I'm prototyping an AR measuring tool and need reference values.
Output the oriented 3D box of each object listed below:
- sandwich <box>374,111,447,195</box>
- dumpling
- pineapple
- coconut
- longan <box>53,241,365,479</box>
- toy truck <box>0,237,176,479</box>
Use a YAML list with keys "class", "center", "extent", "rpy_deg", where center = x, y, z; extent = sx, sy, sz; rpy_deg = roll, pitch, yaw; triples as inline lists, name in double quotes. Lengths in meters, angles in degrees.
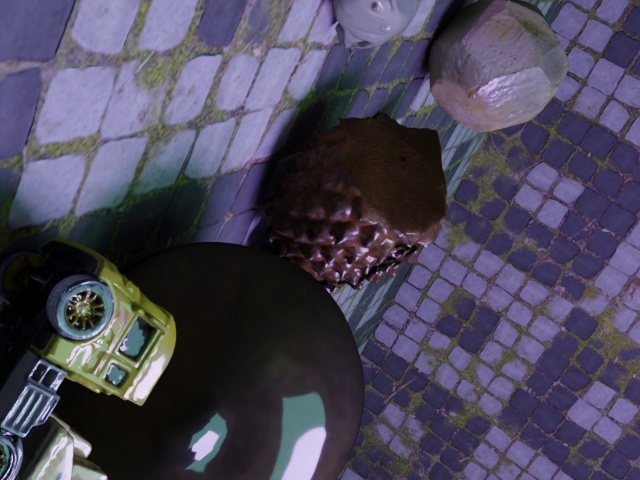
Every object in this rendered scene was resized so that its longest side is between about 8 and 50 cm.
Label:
- class: "sandwich"
  center: [0.086, -0.117, 1.364]
  extent: [0.108, 0.220, 0.186]
  rpy_deg: [103, -11, -49]
- class: "dumpling"
  center: [0.074, -0.299, 0.933]
  extent: [0.169, 0.100, 0.134]
  rpy_deg: [79, 34, -73]
- class: "pineapple"
  center: [0.000, -0.002, 1.178]
  extent: [0.357, 0.223, 0.223]
  rpy_deg: [-44, 177, 40]
- class: "coconut"
  center: [0.310, -0.311, 1.436]
  extent: [0.237, 0.237, 0.197]
  rpy_deg: [-53, 170, -12]
- class: "longan"
  center: [-0.128, 0.174, 0.885]
  extent: [0.361, 0.361, 0.361]
  rpy_deg: [-51, 165, -19]
- class: "toy truck"
  center: [-0.229, 0.146, 0.673]
  extent: [0.157, 0.124, 0.272]
  rpy_deg: [42, 72, -41]
